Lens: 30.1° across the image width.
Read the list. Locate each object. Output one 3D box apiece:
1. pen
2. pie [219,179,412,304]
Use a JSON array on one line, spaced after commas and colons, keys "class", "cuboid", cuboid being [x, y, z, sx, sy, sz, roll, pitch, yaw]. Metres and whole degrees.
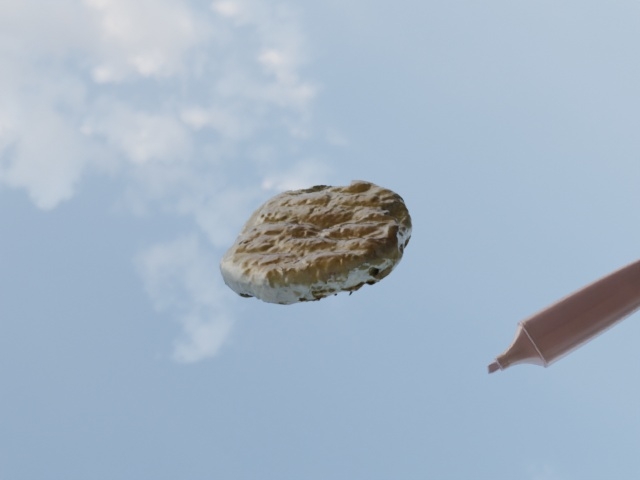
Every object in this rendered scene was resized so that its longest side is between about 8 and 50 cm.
[{"class": "pen", "cuboid": [0.249, 0.080, 1.172, 0.197, 0.032, 0.053, -28, -109, -4]}, {"class": "pie", "cuboid": [0.000, 0.000, 1.126, 0.195, 0.195, 0.046, -45, -50, -44]}]
